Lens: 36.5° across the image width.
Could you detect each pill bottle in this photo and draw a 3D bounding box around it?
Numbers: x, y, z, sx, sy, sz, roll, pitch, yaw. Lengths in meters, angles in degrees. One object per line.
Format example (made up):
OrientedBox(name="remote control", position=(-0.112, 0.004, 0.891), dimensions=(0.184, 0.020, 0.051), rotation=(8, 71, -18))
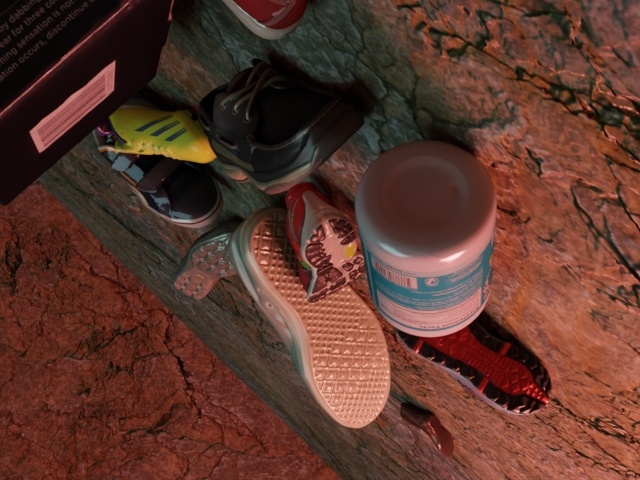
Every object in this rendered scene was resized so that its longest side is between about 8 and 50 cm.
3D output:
OrientedBox(name="pill bottle", position=(0.121, 0.015, 1.087), dimensions=(0.146, 0.146, 0.264), rotation=(37, 162, 23))

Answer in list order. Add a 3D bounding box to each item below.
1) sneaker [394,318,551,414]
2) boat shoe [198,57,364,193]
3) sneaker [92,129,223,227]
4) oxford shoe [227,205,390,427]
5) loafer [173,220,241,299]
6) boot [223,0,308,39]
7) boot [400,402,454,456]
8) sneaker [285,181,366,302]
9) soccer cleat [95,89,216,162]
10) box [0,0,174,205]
OrientedBox(name="sneaker", position=(0.190, 0.157, 1.345), dimensions=(0.262, 0.104, 0.125), rotation=(41, 165, 11))
OrientedBox(name="boat shoe", position=(-0.073, -0.144, 1.190), dimensions=(0.130, 0.132, 0.355), rotation=(50, 162, -19))
OrientedBox(name="sneaker", position=(-0.313, -0.146, 1.760), dimensions=(0.321, 0.126, 0.127), rotation=(38, 168, 25))
OrientedBox(name="oxford shoe", position=(-0.016, 0.129, 1.664), dimensions=(0.130, 0.169, 0.449), rotation=(9, 135, 58))
OrientedBox(name="loafer", position=(-0.214, 0.022, 1.971), dimensions=(0.112, 0.111, 0.319), rotation=(32, 149, -16))
OrientedBox(name="boot", position=(-0.102, -0.317, 0.929), dimensions=(0.244, 0.088, 0.176), rotation=(38, 162, 0))
OrientedBox(name="boot", position=(0.210, 0.378, 1.947), dimensions=(0.114, 0.037, 0.106), rotation=(6, 126, 60))
OrientedBox(name="sneaker", position=(0.000, 0.000, 1.475), dimensions=(0.118, 0.107, 0.279), rotation=(57, 167, 26))
OrientedBox(name="soccer cleat", position=(-0.275, -0.172, 1.613), dimensions=(0.289, 0.121, 0.093), rotation=(29, 157, 42))
OrientedBox(name="box", position=(-0.427, -0.316, 1.055), dimensions=(0.472, 0.297, 0.480), rotation=(48, 169, -6))
